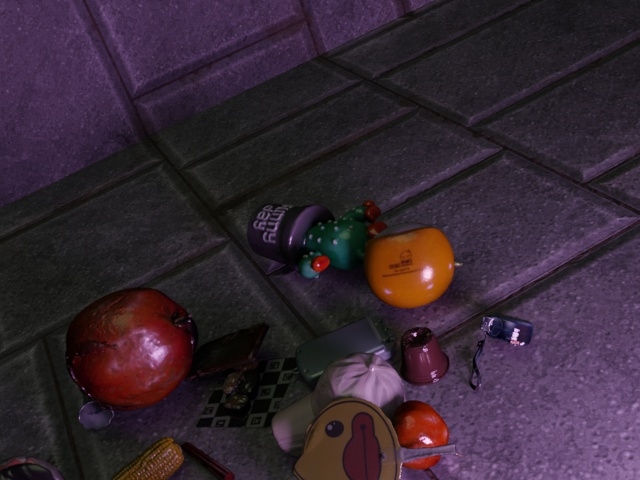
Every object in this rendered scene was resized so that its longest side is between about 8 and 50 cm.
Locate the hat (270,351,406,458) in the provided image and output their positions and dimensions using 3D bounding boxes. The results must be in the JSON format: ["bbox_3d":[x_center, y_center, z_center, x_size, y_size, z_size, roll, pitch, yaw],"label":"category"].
[{"bbox_3d":[0.031,0.325,1.670,0.275,0.161,0.232,-21,27,5],"label":"hat"}]

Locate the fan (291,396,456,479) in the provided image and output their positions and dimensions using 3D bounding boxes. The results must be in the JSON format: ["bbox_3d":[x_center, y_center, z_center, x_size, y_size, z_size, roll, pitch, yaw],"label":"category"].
[{"bbox_3d":[0.088,0.393,1.518,0.335,0.011,0.230,-15,67,26],"label":"fan"}]

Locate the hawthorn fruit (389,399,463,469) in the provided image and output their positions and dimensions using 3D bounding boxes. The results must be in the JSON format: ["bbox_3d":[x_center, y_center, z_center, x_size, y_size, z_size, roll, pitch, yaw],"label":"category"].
[{"bbox_3d":[0.181,0.363,1.550,0.140,0.125,0.125,20,49,39],"label":"hawthorn fruit"}]

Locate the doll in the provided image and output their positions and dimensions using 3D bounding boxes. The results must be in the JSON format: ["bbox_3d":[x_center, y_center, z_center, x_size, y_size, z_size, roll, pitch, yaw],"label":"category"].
[{"bbox_3d":[0.215,0.059,1.968,0.213,0.213,0.236,-9,-5,19],"label":"doll"}]

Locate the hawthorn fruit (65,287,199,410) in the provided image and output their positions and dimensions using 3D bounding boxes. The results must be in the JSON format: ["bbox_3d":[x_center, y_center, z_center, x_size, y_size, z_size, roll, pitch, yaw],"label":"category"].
[{"bbox_3d":[-0.431,0.247,1.943,0.316,0.316,0.316,-15,31,9],"label":"hawthorn fruit"}]

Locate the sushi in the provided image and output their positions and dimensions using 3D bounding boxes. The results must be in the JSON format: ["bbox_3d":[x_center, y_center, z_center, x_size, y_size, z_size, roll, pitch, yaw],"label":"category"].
[{"bbox_3d":[-0.169,0.323,1.885,0.192,0.050,0.215,-6,34,23],"label":"sushi"}]

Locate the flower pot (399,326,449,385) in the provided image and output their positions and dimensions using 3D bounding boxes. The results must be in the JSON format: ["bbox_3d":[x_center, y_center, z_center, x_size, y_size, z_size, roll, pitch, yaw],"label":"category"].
[{"bbox_3d":[0.210,0.235,1.761,0.111,0.089,0.111,-15,32,9],"label":"flower pot"}]

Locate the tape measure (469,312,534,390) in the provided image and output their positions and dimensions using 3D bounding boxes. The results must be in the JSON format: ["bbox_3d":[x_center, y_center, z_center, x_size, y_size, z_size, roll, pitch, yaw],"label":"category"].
[{"bbox_3d":[0.370,0.235,1.725,0.107,0.104,0.180,15,76,12],"label":"tape measure"}]

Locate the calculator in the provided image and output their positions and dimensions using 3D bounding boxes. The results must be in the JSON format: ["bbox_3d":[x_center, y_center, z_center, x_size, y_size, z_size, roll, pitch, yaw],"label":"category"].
[{"bbox_3d":[0.050,0.248,1.877,0.246,0.045,0.141,-23,31,-4],"label":"calculator"}]

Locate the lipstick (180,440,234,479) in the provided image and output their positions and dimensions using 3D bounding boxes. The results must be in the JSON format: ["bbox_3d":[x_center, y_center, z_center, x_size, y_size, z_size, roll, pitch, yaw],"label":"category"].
[{"bbox_3d":[-0.237,0.458,1.742,0.027,0.027,0.176,-38,33,-26],"label":"lipstick"}]

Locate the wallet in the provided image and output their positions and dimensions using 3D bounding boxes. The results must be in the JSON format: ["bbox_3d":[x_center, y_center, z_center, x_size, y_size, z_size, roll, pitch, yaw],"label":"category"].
[{"bbox_3d":[-0.222,0.260,1.969,0.232,0.031,0.122,-23,28,35],"label":"wallet"}]

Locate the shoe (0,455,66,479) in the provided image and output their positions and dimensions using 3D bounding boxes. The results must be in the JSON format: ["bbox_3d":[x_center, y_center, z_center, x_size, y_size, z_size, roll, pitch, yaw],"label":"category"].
[{"bbox_3d":[-0.680,0.549,1.768,0.291,0.114,0.137,-19,26,8],"label":"shoe"}]

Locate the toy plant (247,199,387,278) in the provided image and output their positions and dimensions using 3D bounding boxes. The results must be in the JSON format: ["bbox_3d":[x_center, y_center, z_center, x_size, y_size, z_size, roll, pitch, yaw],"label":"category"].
[{"bbox_3d":[-0.009,0.004,2.150,0.400,0.185,0.279,11,21,40],"label":"toy plant"}]

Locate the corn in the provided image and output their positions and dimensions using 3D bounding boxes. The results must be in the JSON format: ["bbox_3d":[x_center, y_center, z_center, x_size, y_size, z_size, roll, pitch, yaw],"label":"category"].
[{"bbox_3d":[-0.382,0.497,1.721,0.231,0.080,0.080,-39,35,-20],"label":"corn"}]

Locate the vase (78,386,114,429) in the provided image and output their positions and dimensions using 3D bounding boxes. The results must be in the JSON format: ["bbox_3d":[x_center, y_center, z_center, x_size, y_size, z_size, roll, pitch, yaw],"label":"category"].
[{"bbox_3d":[-0.540,0.377,1.999,0.081,0.081,0.149,-25,28,-8],"label":"vase"}]
